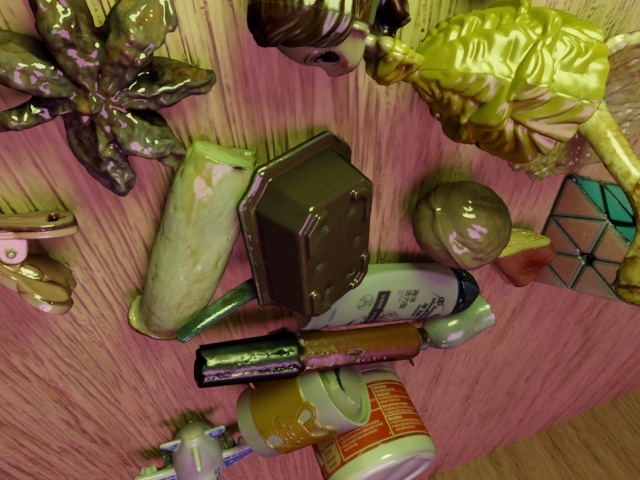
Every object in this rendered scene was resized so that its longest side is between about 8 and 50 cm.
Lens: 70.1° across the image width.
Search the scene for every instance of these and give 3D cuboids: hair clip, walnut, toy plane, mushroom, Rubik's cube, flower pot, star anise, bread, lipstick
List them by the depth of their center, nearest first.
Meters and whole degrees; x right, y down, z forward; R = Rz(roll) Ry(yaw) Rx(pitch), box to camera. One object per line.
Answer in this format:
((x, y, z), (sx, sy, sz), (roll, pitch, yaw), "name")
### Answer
((-0.187, -0.140, 0.397), (0.197, 0.073, 0.212), (-46, 134, 13), "star anise")
((-0.330, 0.024, 0.478), (0.138, 0.123, 0.102), (-4, 107, -32), "hair clip")
((-0.165, 0.018, 0.579), (0.100, 0.081, 0.312), (3, 131, -38), "mushroom")
((0.000, 0.000, 0.590), (0.179, 0.084, 0.250), (-36, 143, -28), "flower pot")
((0.407, -0.112, 0.604), (0.208, 0.301, 0.233), (-34, 170, -48), "mushroom")
((-0.102, 0.076, 0.647), (0.230, 0.039, 0.070), (-24, 147, -39), "hair clip")
((0.217, -0.022, 0.699), (0.162, 0.140, 0.140), (12, 127, -50), "walnut")
((0.002, 0.187, 0.775), (0.419, 0.077, 0.077), (-1, 134, -23), "lipstick")
((0.391, 0.026, 0.895), (0.119, 0.067, 0.192), (-32, 139, 17), "bread")
((0.563, 0.001, 0.902), (0.229, 0.233, 0.228), (9, 96, 13), "Rubik's cube")
((-0.264, 0.477, 0.990), (0.267, 0.122, 0.266), (-15, 142, -12), "toy plane")

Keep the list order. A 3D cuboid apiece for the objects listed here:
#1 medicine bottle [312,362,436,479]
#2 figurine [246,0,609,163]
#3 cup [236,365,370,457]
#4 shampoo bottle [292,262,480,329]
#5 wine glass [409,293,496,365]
((0.102, 0.430, 1.042), (0.253, 0.240, 0.252), (-14, 138, -13), "medicine bottle")
((0.084, -0.184, 0.443), (0.316, 0.187, 0.168), (7, 135, -23), "figurine")
((-0.052, 0.289, 0.884), (0.226, 0.185, 0.241), (-35, 106, 18), "cup")
((0.136, 0.092, 0.820), (0.360, 0.078, 0.134), (1, 134, -28), "shampoo bottle")
((0.271, 0.190, 0.990), (0.203, 0.092, 0.092), (-26, 140, 1), "wine glass")
